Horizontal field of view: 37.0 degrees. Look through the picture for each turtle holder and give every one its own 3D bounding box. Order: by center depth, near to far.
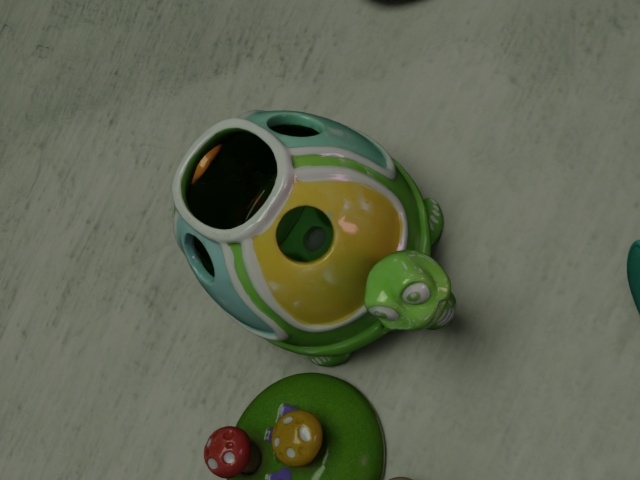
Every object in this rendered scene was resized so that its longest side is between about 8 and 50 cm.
[{"bbox_3d":[-0.017,0.006,0.955,0.243,0.227,0.320,-34,54,15],"label":"turtle holder"}]

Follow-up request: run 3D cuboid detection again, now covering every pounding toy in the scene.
[{"bbox_3d":[-0.026,0.226,0.935,0.183,0.110,0.237,-47,51,6],"label":"pounding toy"}]

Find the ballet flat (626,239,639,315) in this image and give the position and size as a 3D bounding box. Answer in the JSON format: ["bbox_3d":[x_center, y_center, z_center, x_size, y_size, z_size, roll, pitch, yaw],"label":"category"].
[{"bbox_3d":[0.339,0.135,0.747,0.124,0.116,0.342,-5,55,2],"label":"ballet flat"}]
